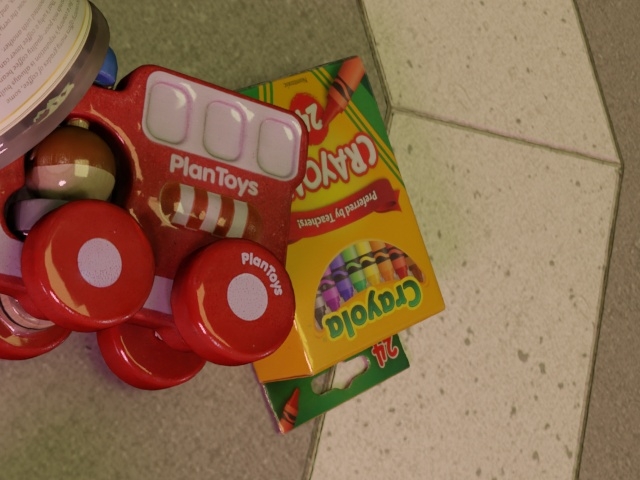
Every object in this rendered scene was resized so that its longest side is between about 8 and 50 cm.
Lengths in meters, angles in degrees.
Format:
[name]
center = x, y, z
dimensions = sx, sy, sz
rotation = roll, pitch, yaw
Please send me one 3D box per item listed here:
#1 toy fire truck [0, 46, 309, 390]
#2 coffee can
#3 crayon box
[toy fire truck]
center = -0.152, -0.026, 1.206
dimensions = 0.302, 0.169, 0.253
rotation = 17, 68, -30
[coffee can]
center = -0.308, -0.198, 1.059
dimensions = 0.275, 0.202, 0.201
rotation = 54, 48, -37
[crayon box]
center = 0.000, 0.000, 1.420
dimensions = 0.202, 0.081, 0.318
rotation = -23, 96, -44
